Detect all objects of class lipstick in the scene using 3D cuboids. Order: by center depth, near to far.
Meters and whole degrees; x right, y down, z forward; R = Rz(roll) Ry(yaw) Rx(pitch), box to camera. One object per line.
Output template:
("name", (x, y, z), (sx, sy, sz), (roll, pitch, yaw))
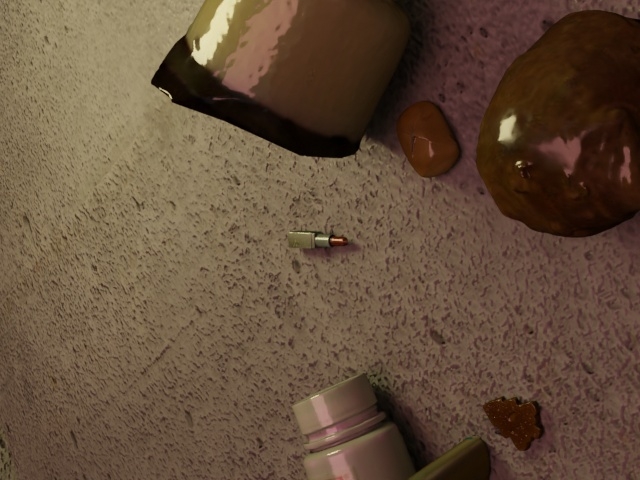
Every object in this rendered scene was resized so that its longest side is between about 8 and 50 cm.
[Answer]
("lipstick", (0.000, 0.000, 1.153), (0.129, 0.030, 0.030), (4, 97, 40))

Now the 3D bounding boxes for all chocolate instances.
("chocolate", (-0.036, -0.317, 0.967), (0.325, 0.314, 0.297), (20, 113, -2))

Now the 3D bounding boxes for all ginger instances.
("ginger", (0.295, -0.137, 0.775), (0.200, 0.222, 0.270), (-13, 91, 48))

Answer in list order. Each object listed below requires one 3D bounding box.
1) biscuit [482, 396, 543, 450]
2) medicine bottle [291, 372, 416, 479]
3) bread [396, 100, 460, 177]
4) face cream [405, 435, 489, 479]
("biscuit", (0.282, 0.263, 0.958), (0.092, 0.016, 0.082), (19, 112, 38))
("medicine bottle", (0.065, 0.376, 1.051), (0.170, 0.170, 0.293), (-30, 77, 38))
("bread", (0.156, -0.152, 0.988), (0.082, 0.056, 0.115), (-31, 76, 37))
("face cream", (0.143, 0.379, 0.911), (0.067, 0.285, 0.140), (21, 108, 37))
